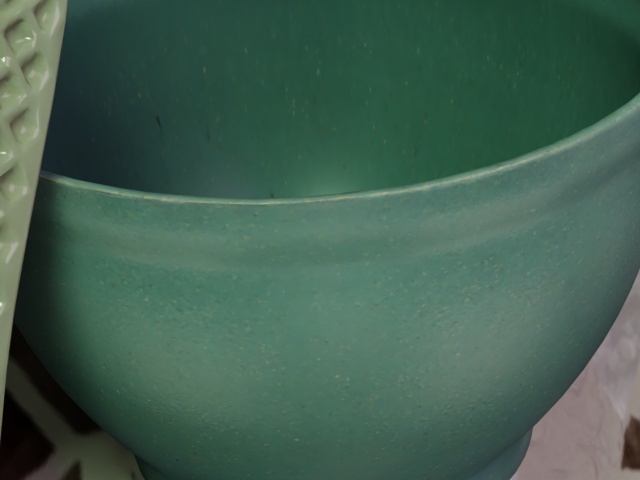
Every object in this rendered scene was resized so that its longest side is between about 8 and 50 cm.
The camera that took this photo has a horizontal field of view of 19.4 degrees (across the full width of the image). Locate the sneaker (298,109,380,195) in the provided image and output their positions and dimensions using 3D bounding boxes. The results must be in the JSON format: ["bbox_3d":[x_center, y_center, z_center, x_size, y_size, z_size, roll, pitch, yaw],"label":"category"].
[{"bbox_3d":[0.070,-0.048,0.982,0.228,0.087,0.092,-26,105,-41],"label":"sneaker"}]

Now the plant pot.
[{"bbox_3d":[0.000,0.000,0.767,0.293,0.293,0.196,-40,135,-46],"label":"plant pot"}]

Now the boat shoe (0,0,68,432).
[{"bbox_3d":[-0.208,0.080,0.587,0.187,0.156,0.500,18,81,-47],"label":"boat shoe"}]
